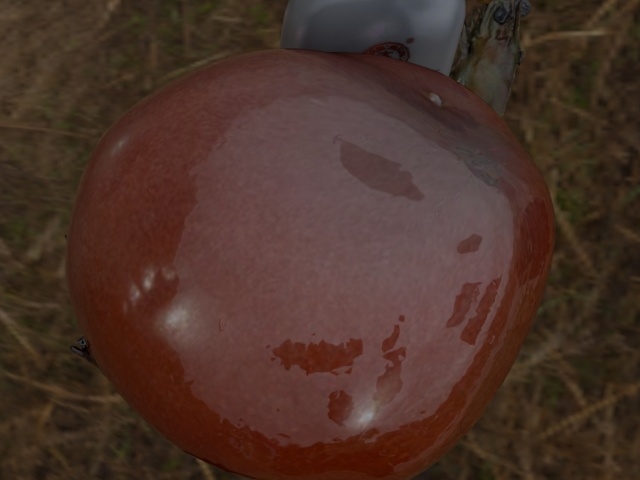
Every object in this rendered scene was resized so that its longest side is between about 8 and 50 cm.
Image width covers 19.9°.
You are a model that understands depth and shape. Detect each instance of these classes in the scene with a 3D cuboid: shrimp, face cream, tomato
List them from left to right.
[{"bbox_3d":[0.000,0.000,1.269,0.341,0.341,0.273,17,127,-28],"label":"tomato"},{"bbox_3d":[0.040,-0.156,1.383,0.144,0.291,0.071,-5,55,-15],"label":"face cream"},{"bbox_3d":[0.119,-0.164,1.773,0.058,0.169,0.296,-34,149,-41],"label":"shrimp"}]

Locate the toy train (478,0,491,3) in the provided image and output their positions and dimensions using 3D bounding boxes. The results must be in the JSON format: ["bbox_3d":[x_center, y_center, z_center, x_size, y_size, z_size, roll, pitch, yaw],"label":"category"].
[{"bbox_3d":[0.125,-0.282,1.466,0.089,0.127,0.219,-36,77,20],"label":"toy train"}]
